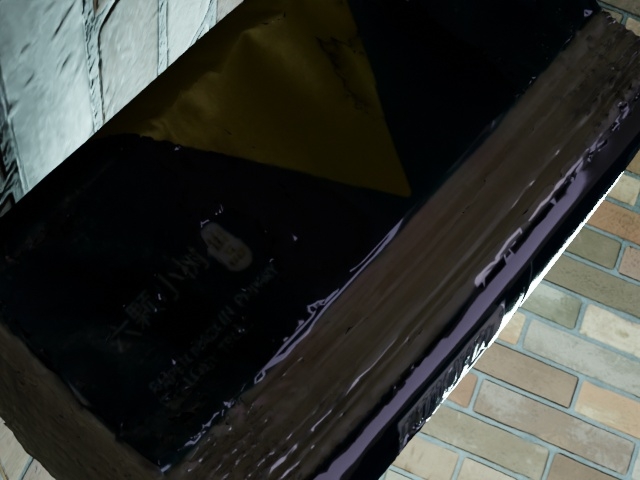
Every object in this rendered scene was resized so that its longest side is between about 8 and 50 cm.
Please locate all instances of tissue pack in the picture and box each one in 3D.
[{"bbox_3d":[0.000,0.000,0.777,0.416,0.253,0.264,-45,172,-23],"label":"tissue pack"}]
